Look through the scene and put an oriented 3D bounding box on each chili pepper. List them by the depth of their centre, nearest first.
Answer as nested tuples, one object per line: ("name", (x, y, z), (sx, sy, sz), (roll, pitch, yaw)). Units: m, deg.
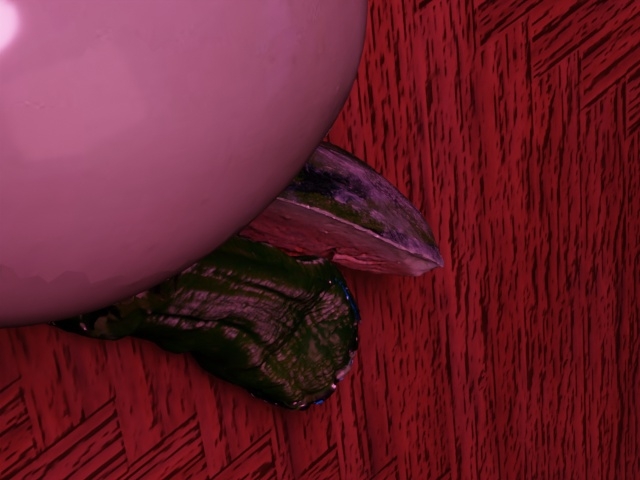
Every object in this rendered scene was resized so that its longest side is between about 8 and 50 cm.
("chili pepper", (-0.051, 0.030, 0.939), (0.098, 0.061, 0.224), (-29, 150, 19))

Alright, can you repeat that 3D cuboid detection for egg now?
("egg", (-0.101, -0.075, 0.696), (0.283, 0.203, 0.203), (-25, 129, -44))

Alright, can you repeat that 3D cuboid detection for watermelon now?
("watermelon", (0.003, -0.010, 0.987), (0.080, 0.101, 0.155), (-51, 135, -1))
